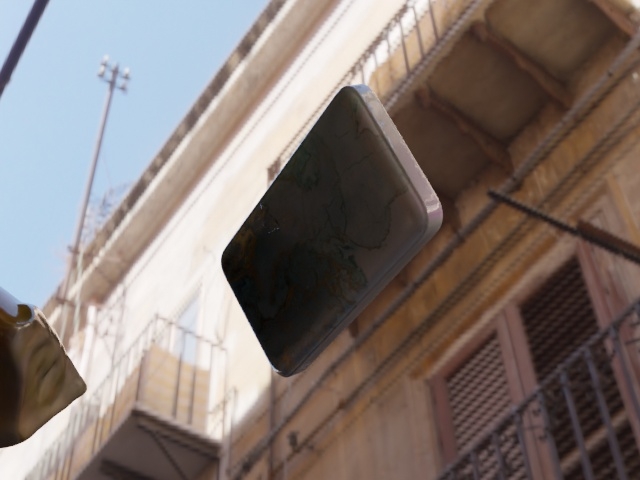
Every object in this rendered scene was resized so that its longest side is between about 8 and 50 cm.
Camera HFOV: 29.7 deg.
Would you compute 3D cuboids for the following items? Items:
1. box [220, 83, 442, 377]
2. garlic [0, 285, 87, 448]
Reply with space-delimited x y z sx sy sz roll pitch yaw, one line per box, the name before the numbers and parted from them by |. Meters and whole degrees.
box | 0.000 0.000 1.038 0.044 0.142 0.285 -16 -22 -37
garlic | -0.252 0.016 0.505 0.318 0.112 0.143 16 -35 0
